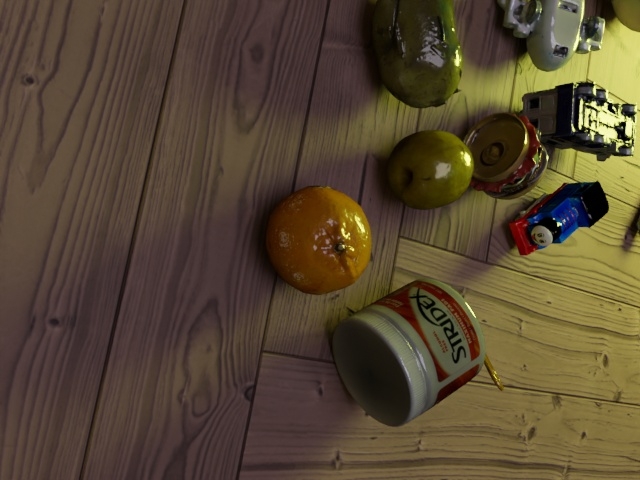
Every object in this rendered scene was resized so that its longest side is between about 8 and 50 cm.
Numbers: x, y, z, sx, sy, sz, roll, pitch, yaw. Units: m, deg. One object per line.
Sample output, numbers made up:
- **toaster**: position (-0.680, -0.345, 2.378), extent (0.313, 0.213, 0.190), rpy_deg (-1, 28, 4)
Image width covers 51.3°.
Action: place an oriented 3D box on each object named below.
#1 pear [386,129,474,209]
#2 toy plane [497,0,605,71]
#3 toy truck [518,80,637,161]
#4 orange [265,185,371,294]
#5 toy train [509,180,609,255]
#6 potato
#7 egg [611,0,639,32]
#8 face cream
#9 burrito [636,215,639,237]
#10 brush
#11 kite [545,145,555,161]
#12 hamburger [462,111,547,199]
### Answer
- **pear**: position (0.199, -0.131, 1.209), extent (0.162, 0.149, 0.149), rpy_deg (-25, 104, -38)
- **toy plane**: position (0.501, -0.492, 1.430), extent (0.267, 0.122, 0.267), rpy_deg (1, 87, -16)
- **toy truck**: position (0.569, -0.253, 1.454), extent (0.268, 0.155, 0.124), rpy_deg (7, 87, -39)
- **orange**: position (0.000, -0.001, 1.072), extent (0.177, 0.155, 0.177), rpy_deg (-1, 91, -48)
- **toy train**: position (0.510, -0.051, 1.433), extent (0.204, 0.131, 0.083), rpy_deg (-34, 109, -30)
- **potato**: position (0.174, -0.364, 1.191), extent (0.169, 0.143, 0.248), rpy_deg (-6, 93, -45)
- **egg**: position (0.792, -0.601, 1.612), extent (0.206, 0.162, 0.271), rpy_deg (-8, 59, -4)
- **face cream**: position (0.152, 0.188, 1.146), extent (0.187, 0.201, 0.201), rpy_deg (-24, 104, -32)
- **burrito**: position (0.872, -0.085, 1.730), extent (0.064, 0.064, 0.203), rpy_deg (46, 64, -26)
- **brush**: position (0.289, 0.184, 1.234), extent (0.013, 0.272, 0.103), rpy_deg (-34, 116, 12)
- **kite**: position (0.508, -0.244, 1.506), extent (0.156, 0.011, 0.139), rpy_deg (-17, 98, -34)
- **hamburger**: position (0.369, -0.161, 1.325), extent (0.137, 0.175, 0.175), rpy_deg (30, 73, -45)
